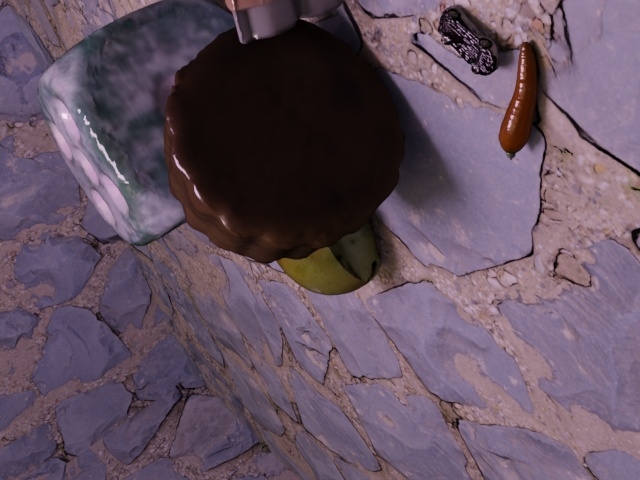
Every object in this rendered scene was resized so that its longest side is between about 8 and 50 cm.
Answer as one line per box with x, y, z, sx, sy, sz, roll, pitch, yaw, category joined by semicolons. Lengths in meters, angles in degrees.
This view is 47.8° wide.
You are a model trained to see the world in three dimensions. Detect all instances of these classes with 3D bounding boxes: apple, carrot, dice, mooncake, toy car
0.000;0.000;1.246;0.188;0.174;0.207;69;169;-23;apple
0.219;-0.149;0.791;0.035;0.035;0.142;38;144;35;carrot
-0.272;-0.202;1.282;0.330;0.328;0.348;59;156;-6;dice
-0.060;-0.130;1.000;0.324;0.324;0.187;55;161;2;mooncake
0.166;-0.221;0.802;0.093;0.025;0.041;51;158;20;toy car

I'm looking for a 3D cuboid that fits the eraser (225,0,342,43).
-0.062;-0.397;0.833;0.087;0.171;0.290;43;154;45;eraser
